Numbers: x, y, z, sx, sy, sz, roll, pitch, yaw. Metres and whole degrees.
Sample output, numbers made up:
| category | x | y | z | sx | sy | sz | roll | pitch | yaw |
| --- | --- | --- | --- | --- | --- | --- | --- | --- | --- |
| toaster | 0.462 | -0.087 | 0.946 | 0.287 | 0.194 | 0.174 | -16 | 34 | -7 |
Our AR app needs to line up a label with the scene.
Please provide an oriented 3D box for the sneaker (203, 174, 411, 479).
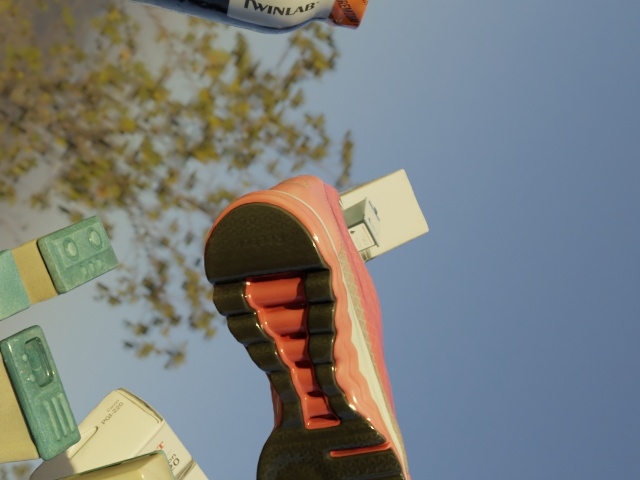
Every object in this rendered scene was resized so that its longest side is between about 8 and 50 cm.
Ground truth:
| category | x | y | z | sx | sy | sz | roll | pitch | yaw |
| --- | --- | --- | --- | --- | --- | --- | --- | --- | --- |
| sneaker | 0.016 | 0.097 | 1.076 | 0.116 | 0.314 | 0.136 | -5 | -161 | 23 |

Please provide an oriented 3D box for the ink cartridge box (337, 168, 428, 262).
| category | x | y | z | sx | sy | sz | roll | pitch | yaw |
| --- | --- | --- | --- | --- | --- | --- | --- | --- | --- |
| ink cartridge box | 0.000 | 0.000 | 1.608 | 0.190 | 0.082 | 0.139 | -27 | -175 | -35 |

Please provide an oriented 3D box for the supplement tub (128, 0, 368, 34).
| category | x | y | z | sx | sy | sz | roll | pitch | yaw |
| --- | --- | --- | --- | --- | --- | --- | --- | --- | --- |
| supplement tub | -0.111 | -0.305 | 1.312 | 0.207 | 0.338 | 0.207 | -167 | -90 | -86 |

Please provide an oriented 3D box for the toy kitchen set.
| category | x | y | z | sx | sy | sz | roll | pitch | yaw |
| --- | --- | --- | --- | --- | --- | --- | --- | --- | --- |
| toy kitchen set | -0.154 | 0.094 | 0.996 | 0.122 | 0.207 | 0.166 | -18 | -175 | 22 |

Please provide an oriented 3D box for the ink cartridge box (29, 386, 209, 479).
| category | x | y | z | sx | sy | sz | roll | pitch | yaw |
| --- | --- | --- | --- | --- | --- | --- | --- | --- | --- |
| ink cartridge box | -0.220 | 0.297 | 1.712 | 0.092 | 0.218 | 0.158 | 28 | -113 | 38 |
